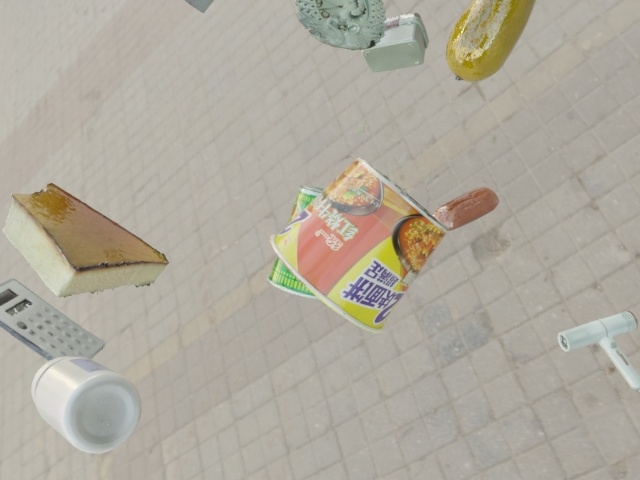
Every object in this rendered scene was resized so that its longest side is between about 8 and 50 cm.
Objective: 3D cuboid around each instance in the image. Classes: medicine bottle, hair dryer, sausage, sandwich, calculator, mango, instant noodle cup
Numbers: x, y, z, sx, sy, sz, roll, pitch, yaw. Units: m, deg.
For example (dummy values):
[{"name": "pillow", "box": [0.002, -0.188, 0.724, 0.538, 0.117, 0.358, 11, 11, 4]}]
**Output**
[{"name": "medicine bottle", "box": [-0.328, 0.218, 0.875, 0.186, 0.103, 0.103, 1, 73, 52]}, {"name": "hair dryer", "box": [0.568, 0.241, 1.232, 0.155, 0.044, 0.183, -15, 68, -6]}, {"name": "sausage", "box": [0.357, -0.077, 1.569, 0.194, 0.077, 0.077, -24, 41, -22]}, {"name": "sandwich", "box": [-0.308, -0.006, 0.827, 0.162, 0.193, 0.058, 45, 104, 14]}, {"name": "calculator", "box": [-0.586, 0.176, 1.329, 0.021, 0.261, 0.161, -52, 5, 14]}, {"name": "mango", "box": [0.386, -0.499, 1.380, 0.195, 0.142, 0.332, -72, 6, -65]}, {"name": "instant noodle cup", "box": [0.000, 0.000, 1.469, 0.207, 0.207, 0.233, 21, 100, 46]}, {"name": "instant noodle cup", "box": [0.061, -0.003, 0.885, 0.174, 0.213, 0.213, -51, 46, 8]}]

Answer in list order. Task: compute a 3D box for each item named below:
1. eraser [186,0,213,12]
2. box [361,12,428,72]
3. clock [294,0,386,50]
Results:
[{"name": "eraser", "box": [-0.253, -0.648, 1.445, 0.227, 0.174, 0.081, -46, 73, 12]}, {"name": "box", "box": [0.241, -0.641, 2.072, 0.210, 0.148, 0.129, -4, 61, 23]}, {"name": "clock", "box": [0.016, -0.182, 0.492, 0.010, 0.074, 0.083, 123, 149, -61]}]
